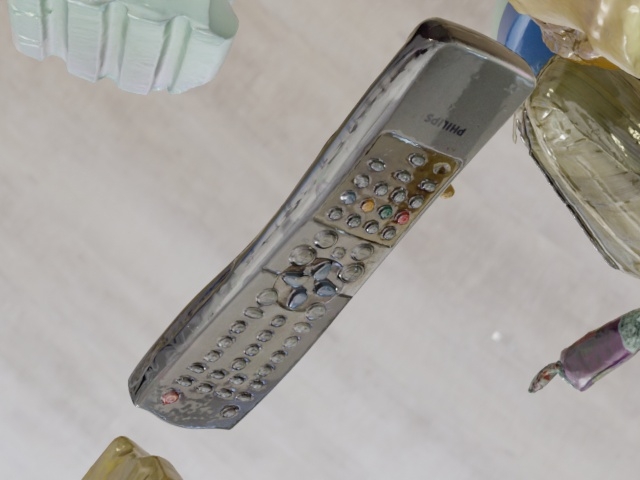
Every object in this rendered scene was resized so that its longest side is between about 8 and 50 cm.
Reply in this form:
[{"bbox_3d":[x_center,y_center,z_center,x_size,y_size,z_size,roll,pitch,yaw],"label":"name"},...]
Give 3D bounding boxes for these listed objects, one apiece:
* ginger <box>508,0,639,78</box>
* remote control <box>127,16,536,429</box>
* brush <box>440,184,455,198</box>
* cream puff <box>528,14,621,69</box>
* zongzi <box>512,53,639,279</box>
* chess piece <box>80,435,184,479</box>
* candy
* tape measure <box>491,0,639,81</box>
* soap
[{"bbox_3d":[0.053,-0.133,0.558,0.294,0.086,0.131,28,130,55],"label":"ginger"},{"bbox_3d":[0.000,0.000,0.665,0.059,0.028,0.212,18,125,-39],"label":"remote control"},{"bbox_3d":[0.100,-0.084,1.751,0.170,0.043,0.014,-124,13,-54],"label":"brush"},{"bbox_3d":[0.207,-0.181,1.132,0.150,0.115,0.165,-57,42,28],"label":"cream puff"},{"bbox_3d":[0.235,-0.047,1.196,0.194,0.099,0.197,49,171,-18],"label":"zongzi"},{"bbox_3d":[-0.195,0.277,1.231,0.137,0.137,0.301,38,95,4],"label":"chess piece"},{"bbox_3d":[0.252,0.099,1.525,0.175,0.045,0.043,-39,79,46],"label":"candy"},{"bbox_3d":[0.208,-0.207,1.318,0.215,0.098,0.351,-32,118,16],"label":"tape measure"},{"bbox_3d":[-0.182,-0.229,1.609,0.208,0.115,0.347,14,172,-6],"label":"soap"}]
